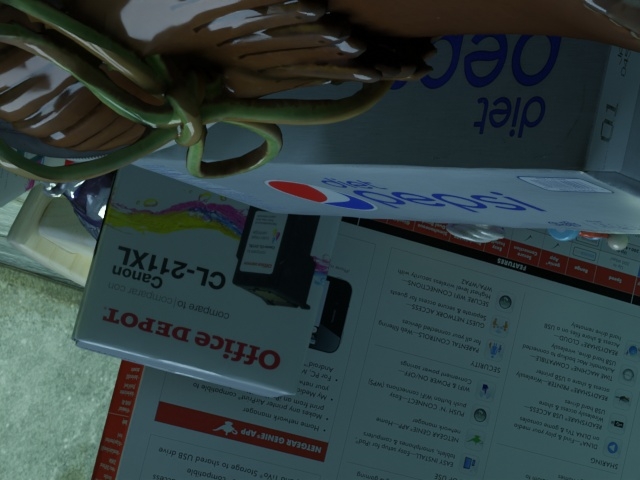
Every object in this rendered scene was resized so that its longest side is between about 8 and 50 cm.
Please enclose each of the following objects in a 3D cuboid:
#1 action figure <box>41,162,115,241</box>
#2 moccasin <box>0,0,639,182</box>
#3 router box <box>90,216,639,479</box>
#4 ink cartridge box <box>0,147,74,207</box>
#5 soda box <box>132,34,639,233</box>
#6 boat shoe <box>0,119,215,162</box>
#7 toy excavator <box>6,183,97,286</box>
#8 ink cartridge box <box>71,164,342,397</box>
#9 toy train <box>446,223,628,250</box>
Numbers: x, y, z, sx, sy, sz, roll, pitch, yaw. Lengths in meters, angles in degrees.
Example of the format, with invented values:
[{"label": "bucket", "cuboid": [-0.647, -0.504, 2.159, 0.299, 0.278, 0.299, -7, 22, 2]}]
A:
[{"label": "action figure", "cuboid": [-0.169, -0.039, 1.226, 0.185, 0.099, 0.285, 35, 173, 24]}, {"label": "moccasin", "cuboid": [-0.064, -0.081, 0.517, 0.380, 0.147, 0.139, 10, 172, 29]}, {"label": "router box", "cuboid": [0.043, 0.094, 1.095, 0.335, 0.301, 0.082, 17, 172, -15]}, {"label": "ink cartridge box", "cuboid": [-0.213, -0.079, 0.960, 0.134, 0.078, 0.231, 14, -163, 7]}, {"label": "soda box", "cuboid": [0.040, -0.062, 0.674, 0.091, 0.098, 0.286, 18, 173, -36]}, {"label": "boat shoe", "cuboid": [-0.150, -0.100, 0.706, 0.095, 0.112, 0.335, 14, 179, -43]}, {"label": "toy excavator", "cuboid": [-0.051, 0.052, 1.541, 0.445, 0.222, 0.433, 29, 171, -10]}, {"label": "ink cartridge box", "cuboid": [-0.055, -0.010, 0.965, 0.127, 0.175, 0.072, 15, 173, -8]}, {"label": "toy train", "cuboid": [0.101, -0.030, 0.997, 0.125, 0.046, 0.166, 16, -172, 34]}]
